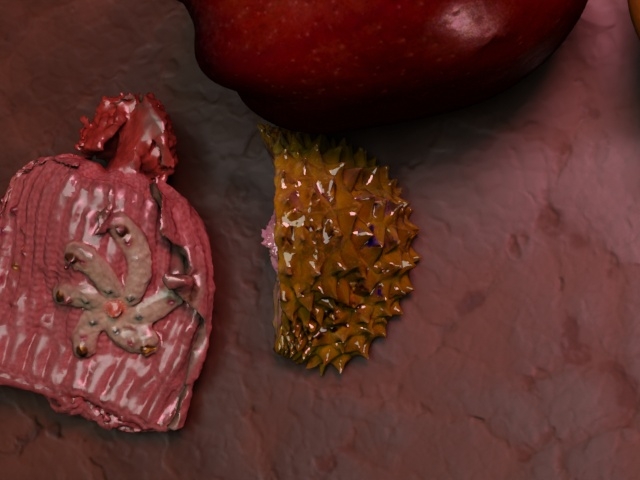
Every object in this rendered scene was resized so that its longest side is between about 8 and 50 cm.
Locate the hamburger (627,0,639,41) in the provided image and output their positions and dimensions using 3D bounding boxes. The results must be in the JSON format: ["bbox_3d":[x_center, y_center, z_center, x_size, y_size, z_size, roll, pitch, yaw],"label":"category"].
[{"bbox_3d":[0.344,-0.201,1.006,0.274,0.212,0.274,-14,71,45],"label":"hamburger"}]

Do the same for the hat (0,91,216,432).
[{"bbox_3d":[-0.190,0.010,1.214,0.237,0.107,0.286,19,91,4],"label":"hat"}]

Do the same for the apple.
[{"bbox_3d":[0.046,-0.225,1.097,0.317,0.288,0.288,-24,78,11],"label":"apple"}]

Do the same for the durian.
[{"bbox_3d":[0.001,-0.002,1.185,0.132,0.165,0.182,-15,48,50],"label":"durian"}]
